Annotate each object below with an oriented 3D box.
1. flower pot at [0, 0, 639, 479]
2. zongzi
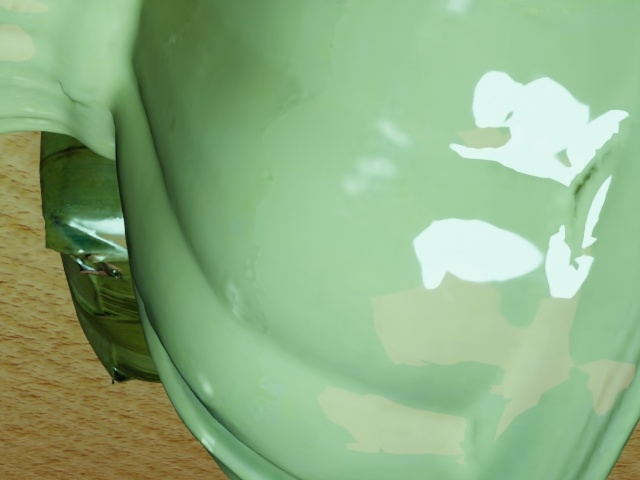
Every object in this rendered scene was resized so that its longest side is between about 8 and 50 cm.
[{"bbox_3d":[-0.001,-0.080,0.528,0.244,0.307,0.307,22,160,2],"label":"flower pot"},{"bbox_3d":[0.000,0.000,0.966,0.274,0.125,0.251,-3,159,-2],"label":"zongzi"}]
